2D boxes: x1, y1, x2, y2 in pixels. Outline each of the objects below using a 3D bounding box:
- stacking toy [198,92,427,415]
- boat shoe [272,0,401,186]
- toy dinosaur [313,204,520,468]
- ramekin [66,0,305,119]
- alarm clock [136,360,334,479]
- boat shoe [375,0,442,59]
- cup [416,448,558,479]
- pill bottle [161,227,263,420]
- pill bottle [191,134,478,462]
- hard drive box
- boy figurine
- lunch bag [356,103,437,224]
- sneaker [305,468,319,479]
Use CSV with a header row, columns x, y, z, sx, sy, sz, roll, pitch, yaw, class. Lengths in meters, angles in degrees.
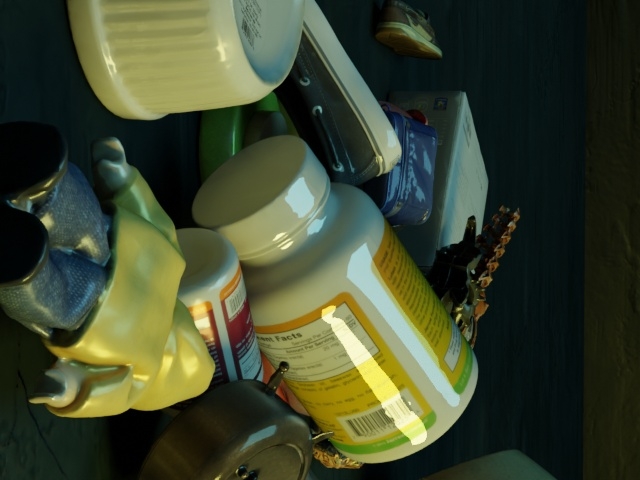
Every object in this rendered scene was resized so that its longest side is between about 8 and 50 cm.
x,y,z,sx,sy,sz,roll,pitch,yaw,class
0.000,0.000,1.425,0.279,0.130,0.309,36,56,-70,stacking toy
-0.029,-0.136,1.330,0.228,0.076,0.080,57,-18,-2,boat shoe
0.088,0.074,1.672,0.218,0.164,0.322,77,26,-46,toy dinosaur
-0.085,-0.186,1.171,0.207,0.109,0.207,2,90,-73,ramekin
-0.078,0.177,1.186,0.192,0.064,0.129,-39,147,-13,alarm clock
0.102,-0.232,1.866,0.152,0.056,0.049,16,81,-72,boat shoe
0.176,0.362,1.805,0.237,0.331,0.331,69,12,15,cup
-0.089,0.074,1.216,0.086,0.086,0.152,-67,153,-51,pill bottle
0.008,0.043,1.293,0.245,0.136,0.136,55,35,-30,pill bottle
0.118,-0.022,1.876,0.181,0.089,0.232,67,29,-53,hard drive box
-0.139,0.026,1.041,0.285,0.092,0.177,56,38,-63,boy figurine
0.051,-0.063,1.392,0.065,0.067,0.098,12,79,-47,lunch bag
-0.021,0.258,1.370,0.121,0.111,0.300,-69,145,-63,sneaker
